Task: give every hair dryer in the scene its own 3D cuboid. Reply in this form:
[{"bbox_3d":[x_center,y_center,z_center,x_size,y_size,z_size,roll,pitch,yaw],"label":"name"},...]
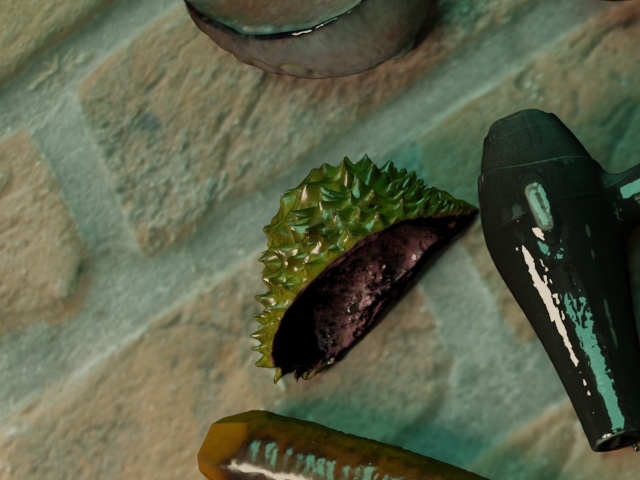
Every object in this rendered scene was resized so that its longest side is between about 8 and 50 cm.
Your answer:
[{"bbox_3d":[0.244,-0.008,1.072,0.272,0.091,0.235,-22,67,14],"label":"hair dryer"}]

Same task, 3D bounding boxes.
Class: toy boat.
[{"bbox_3d":[-0.002,-0.189,1.305,0.227,0.085,0.155,23,71,46],"label":"toy boat"}]

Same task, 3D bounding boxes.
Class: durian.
[{"bbox_3d":[-0.001,-0.002,1.177,0.187,0.119,0.108,-45,58,5],"label":"durian"}]

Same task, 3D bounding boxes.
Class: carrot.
[{"bbox_3d":[0.057,0.170,1.097,0.314,0.066,0.066,12,73,32],"label":"carrot"}]
